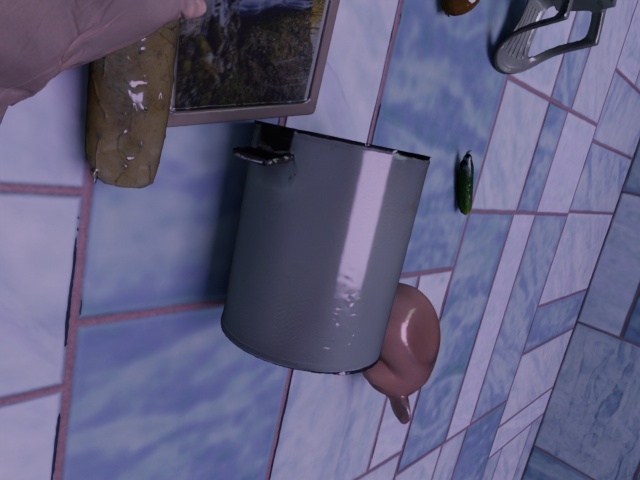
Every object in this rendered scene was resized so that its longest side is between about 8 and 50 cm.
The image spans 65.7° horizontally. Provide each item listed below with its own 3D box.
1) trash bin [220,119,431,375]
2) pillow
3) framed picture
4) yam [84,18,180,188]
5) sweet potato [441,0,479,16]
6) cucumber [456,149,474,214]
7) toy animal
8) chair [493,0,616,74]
[{"bbox_3d":[0.000,0.000,0.628,0.277,0.217,0.262,0,107,-47],"label":"trash bin"},{"bbox_3d":[-0.235,-0.151,0.335,0.270,0.067,0.173,-31,146,9],"label":"pillow"},{"bbox_3d":[-0.061,-0.279,0.520,0.240,0.020,0.324,-17,133,-42],"label":"framed picture"},{"bbox_3d":[-0.147,-0.217,0.412,0.083,0.083,0.371,-12,131,-45],"label":"yam"},{"bbox_3d":[0.253,-0.481,0.808,0.081,0.062,0.233,2,103,-47],"label":"sweet potato"},{"bbox_3d":[0.308,-0.124,1.054,0.037,0.037,0.155,-35,132,-33],"label":"cucumber"},{"bbox_3d":[0.145,0.192,0.931,0.166,0.154,0.250,-42,138,-38],"label":"toy animal"},{"bbox_3d":[0.463,-0.474,0.968,0.203,0.190,0.274,0,100,-47],"label":"chair"}]
